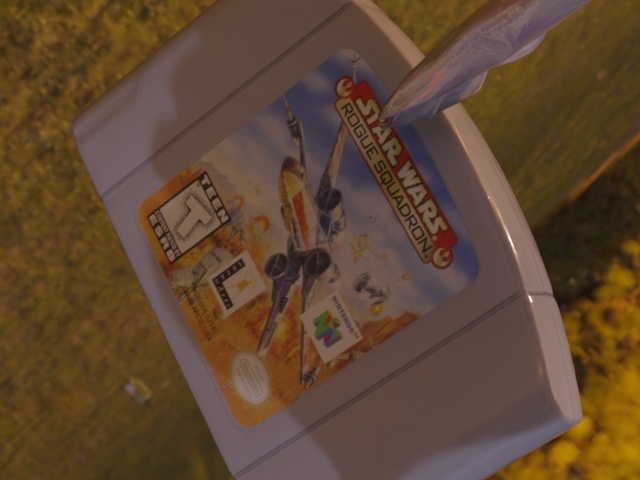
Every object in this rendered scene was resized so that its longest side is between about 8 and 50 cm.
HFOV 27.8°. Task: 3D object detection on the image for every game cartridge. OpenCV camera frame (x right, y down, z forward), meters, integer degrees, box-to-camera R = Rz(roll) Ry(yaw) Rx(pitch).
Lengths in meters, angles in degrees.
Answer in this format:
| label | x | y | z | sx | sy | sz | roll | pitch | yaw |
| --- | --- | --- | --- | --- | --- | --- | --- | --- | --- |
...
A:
| label | x | y | z | sx | sy | sz | roll | pitch | yaw |
| --- | --- | --- | --- | --- | --- | --- | --- | --- | --- |
| game cartridge | 0.000 | 0.000 | 0.678 | 0.198 | 0.297 | 0.062 | -37 | 160 | 24 |

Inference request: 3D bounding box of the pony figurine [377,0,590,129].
| label | x | y | z | sx | sy | sz | roll | pitch | yaw |
| --- | --- | --- | --- | --- | --- | --- | --- | --- | --- |
| pony figurine | 0.180 | -0.163 | 0.469 | 0.302 | 0.364 | 0.351 | -7 | 176 | -11 |
